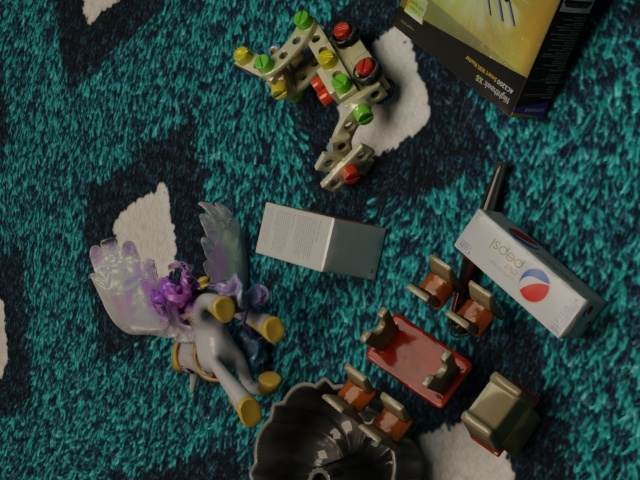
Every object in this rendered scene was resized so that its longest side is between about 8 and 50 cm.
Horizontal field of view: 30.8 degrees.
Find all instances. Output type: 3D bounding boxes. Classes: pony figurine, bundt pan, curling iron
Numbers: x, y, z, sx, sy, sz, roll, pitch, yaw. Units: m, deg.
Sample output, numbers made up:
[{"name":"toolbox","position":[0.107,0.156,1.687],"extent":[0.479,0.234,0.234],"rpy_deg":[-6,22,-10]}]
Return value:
[{"name":"pony figurine","position":[-0.205,0.132,2.031],"extent":[0.363,0.302,0.351],"rpy_deg":[10,116,60]},{"name":"bundt pan","position":[0.041,0.384,1.833],"extent":[0.330,0.124,0.331],"rpy_deg":[-10,76,45]},{"name":"curling iron","position":[0.245,0.016,1.752],"extent":[0.068,0.035,0.274],"rpy_deg":[13,91,34]}]

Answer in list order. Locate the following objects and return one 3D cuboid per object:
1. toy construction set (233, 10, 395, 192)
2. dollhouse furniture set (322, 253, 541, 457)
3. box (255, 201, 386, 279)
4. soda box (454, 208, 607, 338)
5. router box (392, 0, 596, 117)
[{"name":"toy construction set","position":[0.004,-0.252,1.961],"extent":[0.215,0.151,0.328],"rpy_deg":[-34,65,9]},{"name":"dollhouse furniture set","position":[0.180,0.199,1.668],"extent":[0.259,0.135,0.262],"rpy_deg":[34,83,32]},{"name":"box","position":[0.000,0.000,1.936],"extent":[0.170,0.130,0.091],"rpy_deg":[14,93,45]},{"name":"soda box","position":[0.295,0.046,1.645],"extent":[0.216,0.074,0.069],"rpy_deg":[45,113,31]},{"name":"router box","position":[0.258,-0.362,1.734],"extent":[0.309,0.081,0.243],"rpy_deg":[46,129,40]}]
